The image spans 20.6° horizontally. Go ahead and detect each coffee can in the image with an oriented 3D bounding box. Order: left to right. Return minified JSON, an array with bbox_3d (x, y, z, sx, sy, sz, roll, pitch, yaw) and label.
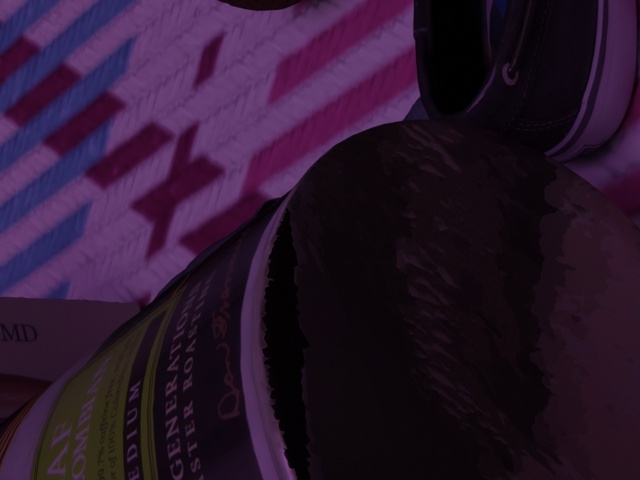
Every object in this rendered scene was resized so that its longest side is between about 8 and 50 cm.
[{"bbox_3d":[-0.016,0.114,0.577,0.275,0.201,0.201,-37,61,41],"label":"coffee can"}]

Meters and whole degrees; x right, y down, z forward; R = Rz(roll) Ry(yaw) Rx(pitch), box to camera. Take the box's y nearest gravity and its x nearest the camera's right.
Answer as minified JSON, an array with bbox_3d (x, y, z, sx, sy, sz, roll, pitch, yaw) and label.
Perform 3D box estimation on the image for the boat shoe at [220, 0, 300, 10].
[{"bbox_3d":[0.004,-0.215,0.671,0.095,0.095,0.257,18,122,3],"label":"boat shoe"}]

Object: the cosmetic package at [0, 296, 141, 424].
[{"bbox_3d":[-0.129,0.181,0.742,0.129,0.153,0.296,-37,63,40],"label":"cosmetic package"}]

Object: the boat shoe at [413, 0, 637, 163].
[{"bbox_3d":[0.056,-0.140,0.600,0.080,0.076,0.228,-4,86,49],"label":"boat shoe"}]

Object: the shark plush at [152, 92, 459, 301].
[{"bbox_3d":[0.000,0.000,0.664,0.161,0.067,0.073,-28,68,45],"label":"shark plush"}]
